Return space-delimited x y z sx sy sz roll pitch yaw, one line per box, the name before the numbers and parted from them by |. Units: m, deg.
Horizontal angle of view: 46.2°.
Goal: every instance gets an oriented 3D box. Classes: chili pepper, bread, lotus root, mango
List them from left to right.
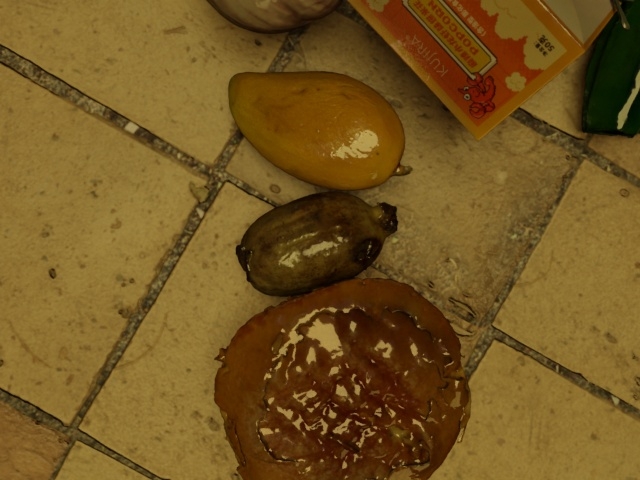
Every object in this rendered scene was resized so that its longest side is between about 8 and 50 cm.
mango | -0.002 -0.176 1.153 0.316 0.119 0.177 21 86 7
lotus root | 0.000 0.000 1.152 0.260 0.128 0.145 -18 77 -5
bread | 0.030 0.214 1.111 0.358 0.204 0.337 -16 103 -3
chili pepper | 0.551 -0.314 1.149 0.213 0.167 0.385 27 92 1

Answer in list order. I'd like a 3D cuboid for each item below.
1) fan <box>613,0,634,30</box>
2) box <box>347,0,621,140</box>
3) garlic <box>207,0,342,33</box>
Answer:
fan | 0.414 -0.375 1.083 0.132 0.009 0.220 21 48 -26
box | 0.232 -0.340 1.068 0.283 0.259 0.214 46 133 -1
garlic | -0.059 -0.437 1.080 0.259 0.317 0.318 17 90 -40
